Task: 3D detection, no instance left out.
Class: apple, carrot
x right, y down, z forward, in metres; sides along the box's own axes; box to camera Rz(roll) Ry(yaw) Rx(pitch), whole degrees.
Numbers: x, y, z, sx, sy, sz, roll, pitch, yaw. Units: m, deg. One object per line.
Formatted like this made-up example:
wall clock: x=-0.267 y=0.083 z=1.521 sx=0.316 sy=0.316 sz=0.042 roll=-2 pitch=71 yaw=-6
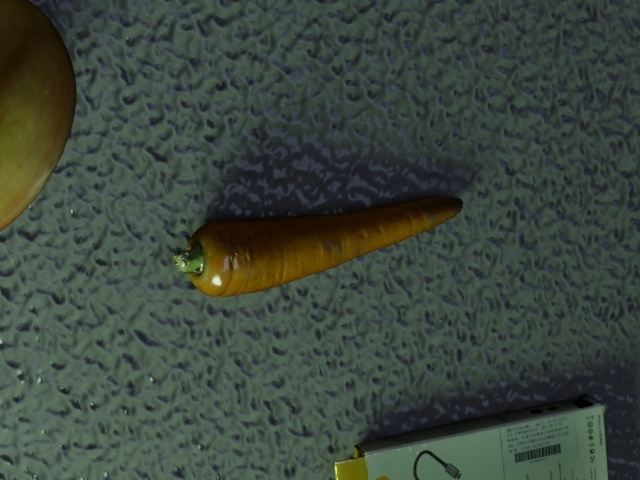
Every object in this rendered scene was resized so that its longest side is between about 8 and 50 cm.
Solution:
apple: x=-0.265 y=-0.096 z=1.308 sx=0.199 sy=0.199 sz=0.199 roll=-4 pitch=102 yaw=-18
carrot: x=0.000 y=0.000 z=1.479 sx=0.256 sy=0.061 sz=0.061 roll=-11 pitch=104 yaw=-25

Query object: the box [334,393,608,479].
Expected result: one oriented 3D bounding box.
box: x=0.129 y=0.215 z=1.569 sx=0.247 sy=0.033 sz=0.129 roll=-9 pitch=104 yaw=-16
